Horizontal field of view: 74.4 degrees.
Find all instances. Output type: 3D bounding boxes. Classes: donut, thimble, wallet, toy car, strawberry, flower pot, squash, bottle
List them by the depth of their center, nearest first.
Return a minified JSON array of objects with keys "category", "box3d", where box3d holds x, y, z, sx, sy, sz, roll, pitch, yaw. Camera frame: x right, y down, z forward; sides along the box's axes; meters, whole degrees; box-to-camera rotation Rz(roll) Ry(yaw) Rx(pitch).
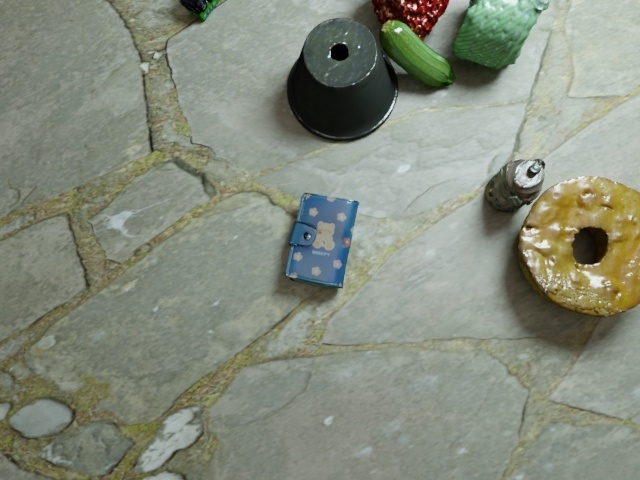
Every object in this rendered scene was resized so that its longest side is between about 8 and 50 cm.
[{"category":"donut","box3d":[0.533,0.016,0.864,0.278,0.108,0.277,-1,82,5]},{"category":"bottle","box3d":[0.406,-0.115,0.875,0.099,0.152,0.098,-1,82,5]},{"category":"thimble","box3d":[0.387,-0.489,0.903,0.150,0.219,0.219,20,83,7]},{"category":"wallet","box3d":[0.000,0.000,0.941,0.141,0.059,0.202,10,82,9]},{"category":"squash","box3d":[0.215,-0.410,0.943,0.219,0.077,0.068,22,56,-27]},{"category":"flower pot","box3d":[0.045,-0.379,0.946,0.269,0.166,0.269,-1,79,6]},{"category":"strawberry","box3d":[0.206,-0.542,0.962,0.187,0.184,0.201,0,110,1]},{"category":"toy car","box3d":[-0.281,-0.640,1.066,0.071,0.062,0.165,33,85,8]}]
